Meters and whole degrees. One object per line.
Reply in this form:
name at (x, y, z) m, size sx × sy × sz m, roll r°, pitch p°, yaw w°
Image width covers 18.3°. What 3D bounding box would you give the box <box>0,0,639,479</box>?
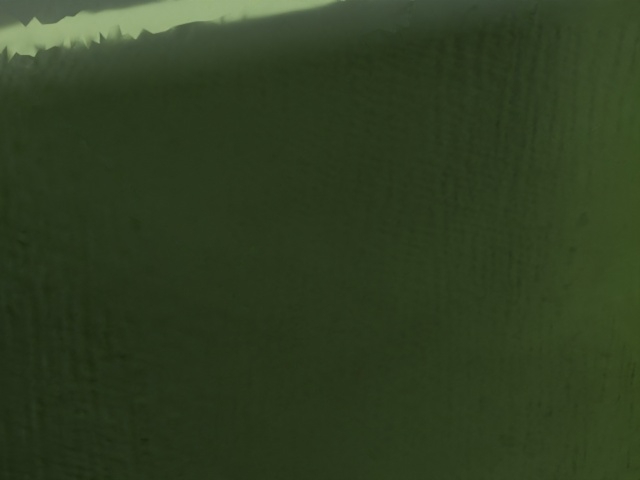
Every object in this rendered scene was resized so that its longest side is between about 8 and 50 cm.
box at (0.000, 0.000, 0.816) m, size 0.343 × 0.352 × 0.177 m, roll -9°, pitch 37°, yaw -8°
